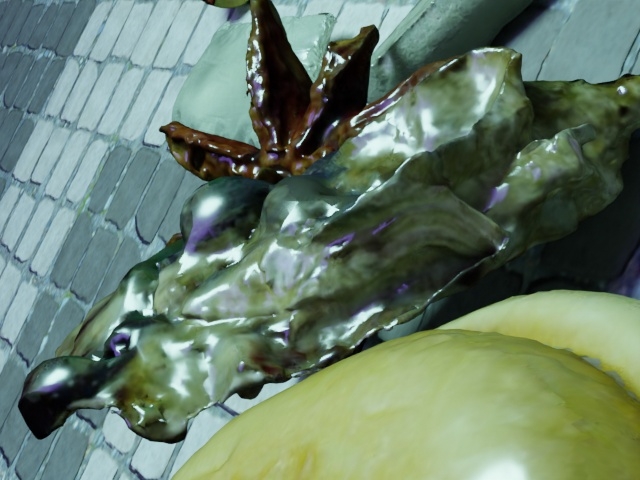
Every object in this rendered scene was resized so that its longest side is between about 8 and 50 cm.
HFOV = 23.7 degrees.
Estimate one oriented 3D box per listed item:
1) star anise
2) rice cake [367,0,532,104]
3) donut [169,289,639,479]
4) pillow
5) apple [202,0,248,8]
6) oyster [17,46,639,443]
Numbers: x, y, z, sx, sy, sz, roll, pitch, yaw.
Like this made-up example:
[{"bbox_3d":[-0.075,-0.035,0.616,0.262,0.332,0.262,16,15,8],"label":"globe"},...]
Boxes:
[{"bbox_3d":[-0.011,-0.036,0.993,0.288,0.088,0.288,-13,69,36],"label":"star anise"},{"bbox_3d":[0.112,-0.168,0.970,0.256,0.057,0.052,-46,0,39],"label":"rice cake"},{"bbox_3d":[0.027,0.221,0.592,0.449,0.198,0.449,-42,33,36],"label":"donut"},{"bbox_3d":[-0.060,-0.127,1.268,0.229,0.051,0.128,12,80,62],"label":"pillow"},{"bbox_3d":[-0.089,-0.258,1.428,0.084,0.071,0.084,-43,25,26],"label":"apple"},{"bbox_3d":[0.010,-0.003,0.796,0.361,0.096,0.221,-22,22,17],"label":"oyster"}]
